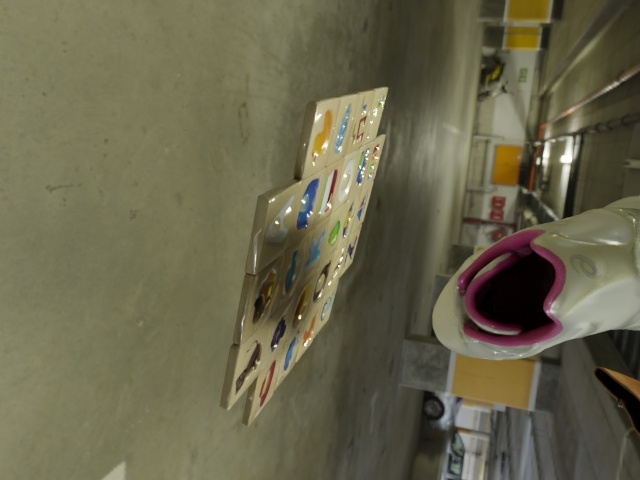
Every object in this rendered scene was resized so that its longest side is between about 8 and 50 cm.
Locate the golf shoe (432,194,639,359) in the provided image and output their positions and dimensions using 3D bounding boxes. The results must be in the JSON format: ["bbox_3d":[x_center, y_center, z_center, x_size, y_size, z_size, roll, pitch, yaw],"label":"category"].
[{"bbox_3d":[0.153,0.043,0.478,0.306,0.140,0.115,132,-51,-64],"label":"golf shoe"}]

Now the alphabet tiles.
[{"bbox_3d":[0.000,0.000,0.551,0.342,0.011,0.285,-42,149,-64],"label":"alphabet tiles"}]

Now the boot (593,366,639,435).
[{"bbox_3d":[0.598,0.284,1.022,0.264,0.281,0.096,-95,-153,-60],"label":"boot"}]
